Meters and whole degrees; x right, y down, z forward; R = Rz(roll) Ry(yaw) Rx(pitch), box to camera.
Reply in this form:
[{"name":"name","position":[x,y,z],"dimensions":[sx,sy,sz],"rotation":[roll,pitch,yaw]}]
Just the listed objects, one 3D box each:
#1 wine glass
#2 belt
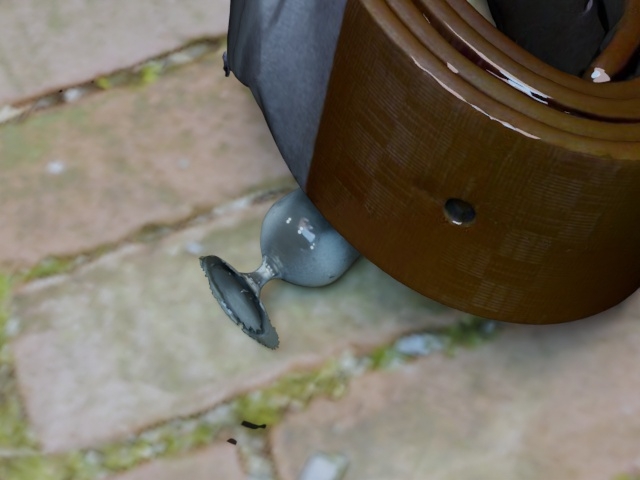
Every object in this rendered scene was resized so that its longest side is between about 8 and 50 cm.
[{"name":"wine glass","position":[0.000,0.000,0.614],"dimensions":[0.083,0.039,0.042],"rotation":[-37,58,-24]},{"name":"belt","position":[0.061,-0.096,0.612],"dimensions":[0.184,0.105,0.261],"rotation":[0,52,-16]}]
